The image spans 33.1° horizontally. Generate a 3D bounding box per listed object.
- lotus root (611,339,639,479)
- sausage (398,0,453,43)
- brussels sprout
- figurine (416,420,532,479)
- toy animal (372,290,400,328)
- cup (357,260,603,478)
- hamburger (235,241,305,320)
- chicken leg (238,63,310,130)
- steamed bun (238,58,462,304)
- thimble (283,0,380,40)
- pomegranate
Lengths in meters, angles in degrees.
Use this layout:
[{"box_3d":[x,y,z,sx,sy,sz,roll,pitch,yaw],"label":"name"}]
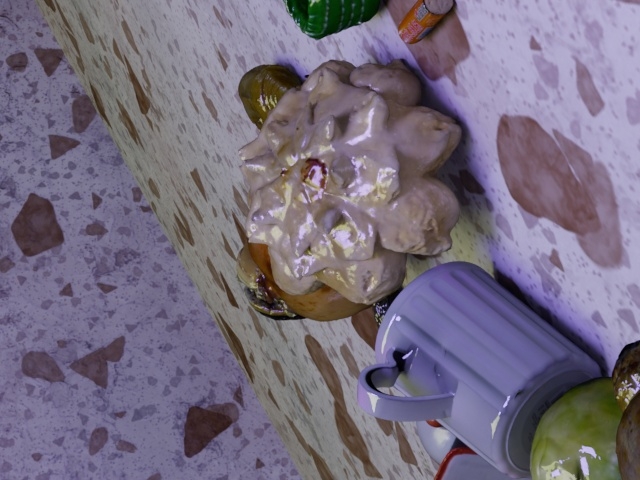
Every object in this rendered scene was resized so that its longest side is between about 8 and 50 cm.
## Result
[{"box_3d":[0.314,0.161,0.756,0.173,0.173,0.309,69,169,-22],"label":"lotus root"},{"box_3d":[0.099,-0.218,1.062,0.031,0.031,0.107,63,164,2],"label":"sausage"},{"box_3d":[0.262,0.192,1.010,0.151,0.149,0.122,-14,91,63],"label":"brussels sprout"},{"box_3d":[0.190,0.242,1.327,0.226,0.184,0.160,-105,29,-56],"label":"figurine"},{"box_3d":[0.095,0.101,1.536,0.202,0.070,0.105,58,145,32],"label":"toy animal"},{"box_3d":[0.161,0.154,1.138,0.202,0.221,0.167,39,163,49],"label":"cup"},{"box_3d":[-0.062,0.057,1.800,0.131,0.159,0.185,85,173,-46],"label":"hamburger"},{"box_3d":[-0.047,-0.193,1.499,0.228,0.088,0.103,23,128,58],"label":"chicken leg"},{"box_3d":[0.004,-0.066,1.182,0.295,0.137,0.292,50,121,32],"label":"steamed bun"},{"box_3d":[0.008,-0.282,1.142,0.118,0.090,0.130,51,159,46],"label":"thimble"},{"box_3d":[0.000,0.000,1.385,0.215,0.215,0.215,55,163,27],"label":"pomegranate"}]
